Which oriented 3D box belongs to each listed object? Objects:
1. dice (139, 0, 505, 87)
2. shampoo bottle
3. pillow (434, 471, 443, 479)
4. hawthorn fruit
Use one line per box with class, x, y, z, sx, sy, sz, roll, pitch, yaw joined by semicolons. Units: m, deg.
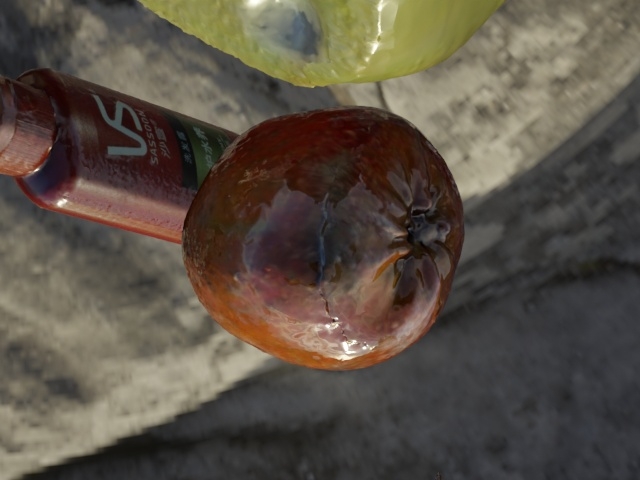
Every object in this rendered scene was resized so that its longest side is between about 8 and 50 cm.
dice;0.007;-0.243;1.016;0.233;0.238;0.227;28;144;19
shampoo bottle;-0.161;-0.064;1.503;0.076;0.118;0.314;-26;155;29
pillow;0.120;0.245;1.214;0.043;0.185;0.118;-25;138;-13
hawthorn fruit;0.000;0.000;1.194;0.173;0.173;0.173;-4;113;-9
